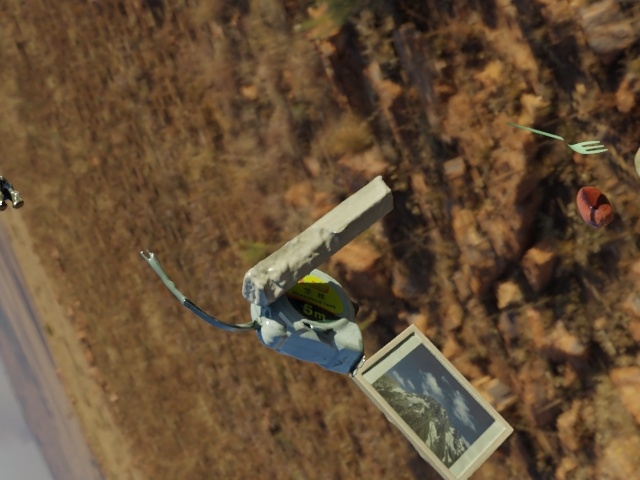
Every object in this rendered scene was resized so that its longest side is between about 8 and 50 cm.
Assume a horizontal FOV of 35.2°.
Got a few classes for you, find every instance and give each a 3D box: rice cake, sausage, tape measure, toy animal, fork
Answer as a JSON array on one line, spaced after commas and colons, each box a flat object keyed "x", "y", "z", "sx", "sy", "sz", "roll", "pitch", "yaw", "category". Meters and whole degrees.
[{"x": 0.000, "y": 0.000, "z": 1.355, "sx": 0.052, "sy": 0.256, "sz": 0.057, "roll": 33, "pitch": 146, "yaw": 33, "category": "rice cake"}, {"x": 0.525, "y": -0.062, "z": 1.933, "sx": 0.054, "sy": 0.059, "sz": 0.094, "roll": 79, "pitch": 176, "yaw": -45, "category": "sausage"}, {"x": -0.097, "y": 0.078, "z": 1.358, "sx": 0.084, "sy": 0.330, "sz": 0.164, "roll": -59, "pitch": 20, "yaw": 29, "category": "tape measure"}, {"x": -0.458, "y": -0.032, "z": 1.326, "sx": 0.065, "sy": 0.135, "sz": 0.047, "roll": 51, "pitch": -167, "yaw": 18, "category": "toy animal"}, {"x": 0.420, "y": -0.183, "z": 1.816, "sx": 0.021, "sy": 0.235, "sz": 0.039, "roll": -67, "pitch": 32, "yaw": 26, "category": "fork"}]

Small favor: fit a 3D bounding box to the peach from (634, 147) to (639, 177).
[{"x": 0.485, "y": -0.109, "z": 1.418, "sx": 0.083, "sy": 0.083, "sz": 0.083, "roll": 54, "pitch": 158, "yaw": 34, "category": "peach"}]

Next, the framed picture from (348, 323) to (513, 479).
[{"x": 0.207, "y": 0.301, "z": 1.858, "sx": 0.281, "sy": 0.209, "sz": 0.019, "roll": 46, "pitch": 136, "yaw": 11, "category": "framed picture"}]
